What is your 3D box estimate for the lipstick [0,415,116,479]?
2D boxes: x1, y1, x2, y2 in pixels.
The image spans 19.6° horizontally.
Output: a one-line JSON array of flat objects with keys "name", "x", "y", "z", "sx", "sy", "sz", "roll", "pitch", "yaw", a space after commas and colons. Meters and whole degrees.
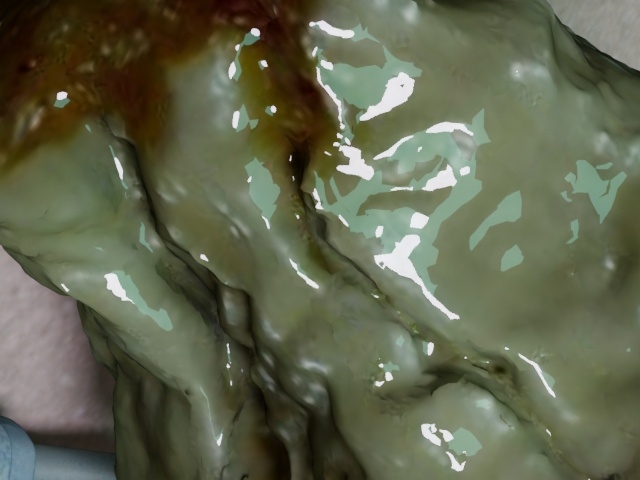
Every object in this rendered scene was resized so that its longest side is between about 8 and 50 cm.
[{"name": "lipstick", "x": -0.162, "y": 0.119, "z": 0.917, "sx": 0.274, "sy": 0.061, "sz": 0.068, "roll": 15, "pitch": 103, "yaw": -48}]

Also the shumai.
[{"name": "shumai", "x": 0.000, "y": 0.000, "z": 0.790, "sx": 0.324, "sy": 0.397, "sz": 0.323, "roll": -50, "pitch": 122, "yaw": -11}]
